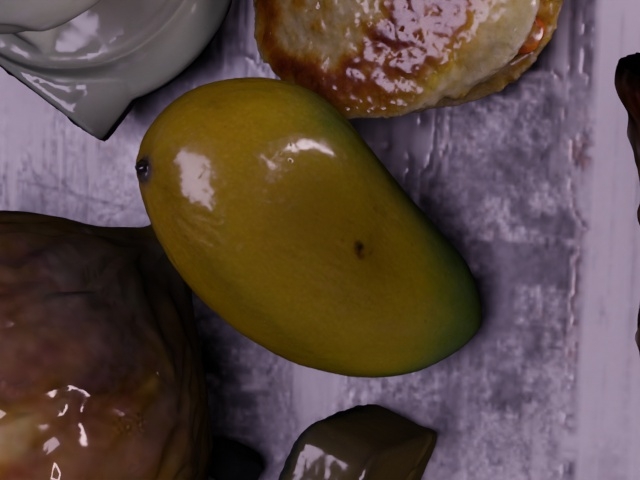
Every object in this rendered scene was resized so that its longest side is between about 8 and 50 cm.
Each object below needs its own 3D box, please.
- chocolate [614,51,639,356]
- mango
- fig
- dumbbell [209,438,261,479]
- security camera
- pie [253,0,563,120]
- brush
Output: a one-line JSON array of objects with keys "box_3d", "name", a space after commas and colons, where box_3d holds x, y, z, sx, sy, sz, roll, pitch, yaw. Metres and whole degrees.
[{"box_3d": [0.309, 0.027, 0.765, 0.340, 0.225, 0.210, 11, 108, 20], "name": "chocolate"}, {"box_3d": [-0.005, 0.004, 0.891, 0.237, 0.091, 0.137, 47, 71, -18], "name": "mango"}, {"box_3d": [-0.140, 0.070, 0.951, 0.369, 0.286, 0.286, -39, 77, -14], "name": "fig"}, {"box_3d": [-0.069, 0.172, 1.000, 0.040, 0.036, 0.083, 28, 102, 19], "name": "dumbbell"}, {"box_3d": [-0.157, -0.193, 0.874, 0.197, 0.277, 0.191, 37, 89, 8], "name": "security camera"}, {"box_3d": [0.048, -0.164, 0.919, 0.205, 0.084, 0.179, -15, 87, 23], "name": "pie"}, {"box_3d": [-0.007, 0.195, 0.932, 0.059, 0.123, 0.197, 31, 101, 20], "name": "brush"}]
